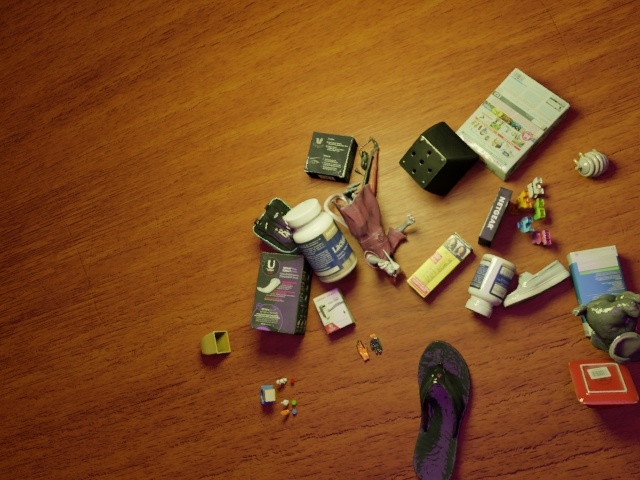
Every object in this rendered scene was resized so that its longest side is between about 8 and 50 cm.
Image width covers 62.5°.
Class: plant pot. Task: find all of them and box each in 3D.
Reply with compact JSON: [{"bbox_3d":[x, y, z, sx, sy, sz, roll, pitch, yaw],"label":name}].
[{"bbox_3d":[-0.392,0.382,1.936,0.083,0.081,0.081,-20,75,24],"label":"plant pot"},{"bbox_3d":[0.376,-0.266,1.758,0.188,0.167,0.187,50,126,17],"label":"plant pot"}]

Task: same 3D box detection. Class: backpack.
[{"bbox_3d":[-0.124,-0.036,1.902,0.188,0.144,0.166,32,82,21],"label":"backpack"}]

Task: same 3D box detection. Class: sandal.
[{"bbox_3d":[0.383,0.544,1.669,0.168,0.107,0.445,3,80,16],"label":"sandal"}]

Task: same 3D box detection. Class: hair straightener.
[{"bbox_3d":[0.164,-0.270,1.917,0.089,0.047,0.230,2,80,16],"label":"hair straightener"}]

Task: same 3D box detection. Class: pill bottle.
[{"bbox_3d":[0.542,0.148,1.698,0.112,0.112,0.186,25,87,19],"label":"pill bottle"},{"bbox_3d":[0.000,0.000,1.777,0.153,0.153,0.264,-29,112,9],"label":"pill bottle"}]

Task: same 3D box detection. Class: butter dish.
[{"bbox_3d":[0.833,0.442,1.564,0.160,0.118,0.160,-7,37,16],"label":"butter dish"}]

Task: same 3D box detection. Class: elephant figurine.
[{"bbox_3d":[0.857,0.278,1.495,0.186,0.169,0.239,-11,95,42],"label":"elephant figurine"}]

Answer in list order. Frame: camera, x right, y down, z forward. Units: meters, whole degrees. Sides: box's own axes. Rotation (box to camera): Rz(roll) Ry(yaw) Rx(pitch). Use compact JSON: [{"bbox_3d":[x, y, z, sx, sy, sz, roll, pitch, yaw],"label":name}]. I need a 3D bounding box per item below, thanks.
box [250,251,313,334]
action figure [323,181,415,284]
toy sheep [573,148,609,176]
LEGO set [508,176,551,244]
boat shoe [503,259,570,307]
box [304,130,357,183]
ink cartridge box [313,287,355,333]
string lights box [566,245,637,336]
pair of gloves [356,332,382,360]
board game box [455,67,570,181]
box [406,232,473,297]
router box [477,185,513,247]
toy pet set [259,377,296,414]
[{"bbox_3d":[-0.131,0.189,1.862,0.165,0.143,0.270,5,80,15],"label":"box"},{"bbox_3d":[0.162,-0.006,1.796,0.276,0.248,0.370,-18,102,48],"label":"action figure"},{"bbox_3d":[0.869,-0.245,1.694,0.132,0.091,0.091,-17,74,-14],"label":"toy sheep"},{"bbox_3d":[0.674,-0.087,1.728,0.087,0.093,0.227,4,74,-15],"label":"LEGO set"},{"bbox_3d":[0.676,0.137,1.687,0.228,0.079,0.081,-28,67,3],"label":"boat shoe"},{"bbox_3d":[0.040,-0.304,1.935,0.156,0.093,0.158,12,84,18],"label":"box"},{"bbox_3d":[0.047,0.247,1.847,0.099,0.056,0.135,-27,74,10],"label":"ink cartridge box"},{"bbox_3d":[0.862,0.157,1.625,0.133,0.077,0.259,-10,77,14],"label":"string lights box"},{"bbox_3d":[0.168,0.365,1.815,0.083,0.010,0.074,-27,72,6],"label":"pair of gloves"},{"bbox_3d":[0.641,-0.390,1.782,0.303,0.097,0.224,-46,71,2],"label":"board game box"},{"bbox_3d":[0.402,0.085,1.777,0.232,0.058,0.087,-45,72,4],"label":"box"},{"bbox_3d":[0.569,-0.074,1.721,0.046,0.133,0.178,23,86,18],"label":"router box"},{"bbox_3d":[-0.151,0.549,1.856,0.114,0.065,0.122,0,81,-20],"label":"toy pet set"}]
